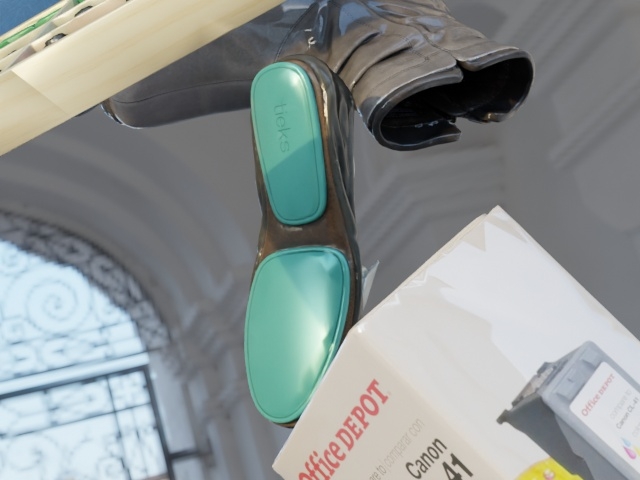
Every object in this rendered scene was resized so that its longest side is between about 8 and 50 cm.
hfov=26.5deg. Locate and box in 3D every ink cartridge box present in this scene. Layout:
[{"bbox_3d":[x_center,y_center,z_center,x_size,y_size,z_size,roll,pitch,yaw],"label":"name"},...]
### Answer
[{"bbox_3d":[0.136,0.167,0.785,0.131,0.306,0.226,-40,-13,-30],"label":"ink cartridge box"}]

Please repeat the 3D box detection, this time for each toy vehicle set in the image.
[{"bbox_3d":[-0.104,-0.116,0.718,0.267,0.035,0.166,-26,20,14],"label":"toy vehicle set"}]

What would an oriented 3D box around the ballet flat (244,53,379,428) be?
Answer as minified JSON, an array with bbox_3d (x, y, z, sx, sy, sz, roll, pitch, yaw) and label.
[{"bbox_3d":[0.000,0.000,1.029,0.095,0.280,0.096,0,-2,29],"label":"ballet flat"}]

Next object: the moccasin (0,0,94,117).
[{"bbox_3d":[-0.248,-0.188,1.358,0.342,0.137,0.117,4,-26,32],"label":"moccasin"}]

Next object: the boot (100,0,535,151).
[{"bbox_3d":[-0.002,-0.145,1.159,0.338,0.223,0.118,-23,-48,-19],"label":"boot"}]
